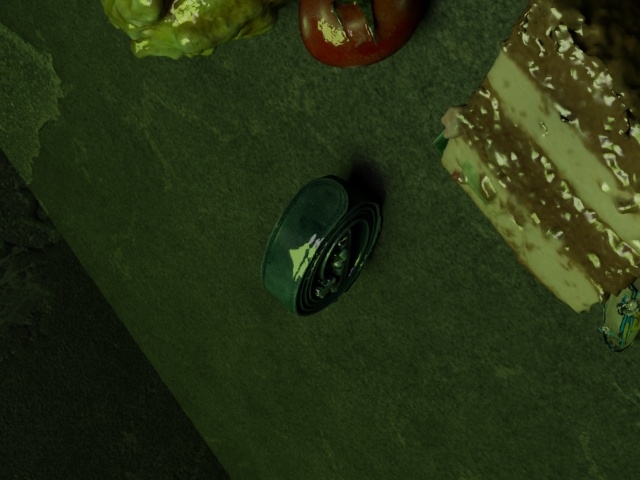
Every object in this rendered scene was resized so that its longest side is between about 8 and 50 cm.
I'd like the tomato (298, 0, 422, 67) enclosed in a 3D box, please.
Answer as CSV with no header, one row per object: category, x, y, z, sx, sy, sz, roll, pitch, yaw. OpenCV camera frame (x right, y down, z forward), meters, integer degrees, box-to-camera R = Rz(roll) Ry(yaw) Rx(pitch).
tomato,0.047,-0.297,1.226,0.167,0.167,0.167,34,146,27

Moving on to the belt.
belt,0.000,0.000,1.547,0.116,0.206,0.268,37,137,23

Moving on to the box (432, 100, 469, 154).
box,0.264,-0.083,1.272,0.235,0.034,0.132,47,150,6

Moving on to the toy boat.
toy boat,0.403,0.093,1.257,0.210,0.066,0.084,82,172,-55

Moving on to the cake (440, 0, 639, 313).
cake,0.310,-0.120,0.945,0.256,0.282,0.290,53,155,10

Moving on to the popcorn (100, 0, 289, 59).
popcorn,-0.166,-0.378,1.288,0.335,0.279,0.275,6,88,52
